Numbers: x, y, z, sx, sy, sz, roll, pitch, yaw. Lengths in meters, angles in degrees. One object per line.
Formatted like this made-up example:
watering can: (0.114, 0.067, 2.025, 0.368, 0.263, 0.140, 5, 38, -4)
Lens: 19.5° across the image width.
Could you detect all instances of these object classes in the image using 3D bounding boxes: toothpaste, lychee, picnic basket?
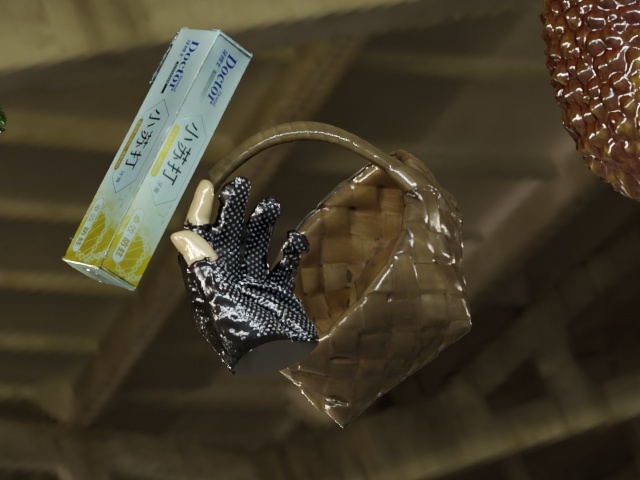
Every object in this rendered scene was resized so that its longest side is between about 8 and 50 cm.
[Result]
toothpaste: (-0.186, -0.097, 2.144, 0.071, 0.313, 0.089, 35, -15, -37)
lychee: (0.319, -0.152, 1.697, 0.236, 0.271, 0.236, -44, 0, 0)
picnic basket: (0.000, 0.000, 2.202, 0.293, 0.337, 0.337, -41, -22, 21)

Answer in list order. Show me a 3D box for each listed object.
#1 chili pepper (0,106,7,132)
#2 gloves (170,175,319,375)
chili pepper: (-0.478, -0.179, 2.646, 0.050, 0.073, 0.182, -59, 12, 10)
gloves: (-0.080, 0.030, 1.734, 0.129, 0.181, 0.106, -13, -23, -28)
